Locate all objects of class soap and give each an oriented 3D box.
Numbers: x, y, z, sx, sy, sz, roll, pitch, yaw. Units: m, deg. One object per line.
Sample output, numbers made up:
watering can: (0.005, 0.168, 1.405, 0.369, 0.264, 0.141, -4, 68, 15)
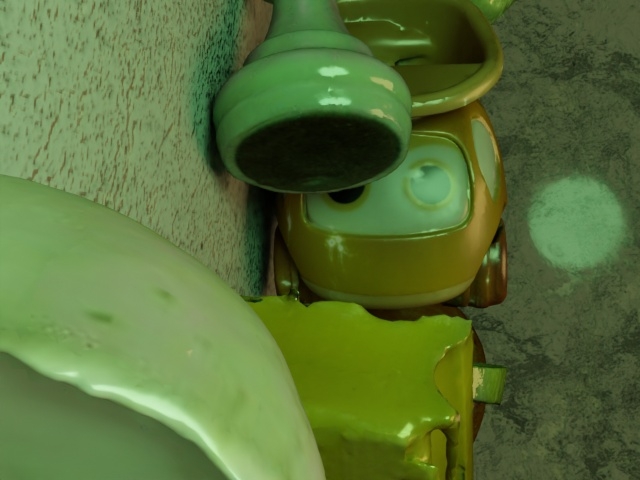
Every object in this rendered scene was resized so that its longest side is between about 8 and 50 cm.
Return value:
soap: (-0.011, 0.178, 0.656, 0.096, 0.204, 0.325, -69, 160, -51)

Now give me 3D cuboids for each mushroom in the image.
mushroom: (-0.063, 0.080, 0.424, 0.173, 0.162, 0.236, -69, 162, -55)

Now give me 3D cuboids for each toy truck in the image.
toy truck: (0.060, -0.076, 0.953, 0.288, 0.204, 0.212, -84, 171, -52)

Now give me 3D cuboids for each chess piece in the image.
chess piece: (-0.011, -0.180, 0.794, 0.139, 0.139, 0.272, 70, 15, -67)

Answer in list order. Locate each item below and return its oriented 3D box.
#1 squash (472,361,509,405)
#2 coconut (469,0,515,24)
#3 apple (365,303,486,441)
squash: (0.033, 0.096, 0.833, 0.219, 0.219, 0.041, 43, 52, -78)
coconut: (0.114, -0.314, 1.201, 0.204, 0.235, 0.236, 8, 85, -47)
apple: (0.072, 0.155, 1.218, 0.237, 0.207, 0.237, -170, -90, -81)
